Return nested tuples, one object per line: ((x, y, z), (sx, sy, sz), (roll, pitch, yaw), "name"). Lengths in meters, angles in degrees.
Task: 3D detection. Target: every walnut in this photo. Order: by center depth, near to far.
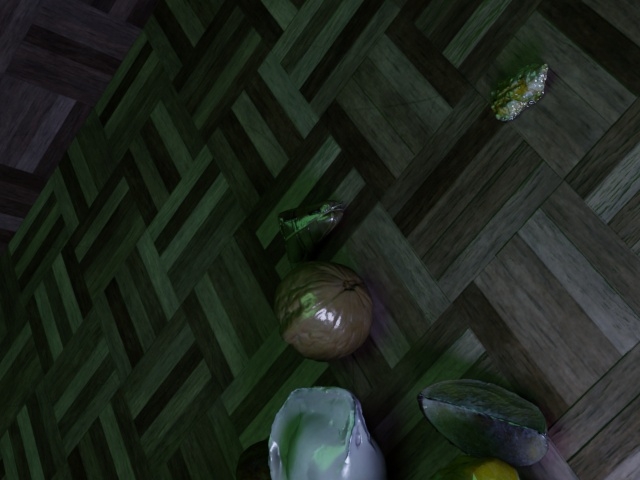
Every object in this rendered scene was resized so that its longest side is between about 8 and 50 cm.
((0.002, 0.154, 1.944), (0.228, 0.228, 0.227), (-18, 64, 42), "walnut")

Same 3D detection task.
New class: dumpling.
((0.009, 0.469, 1.829), (0.260, 0.341, 0.181), (5, 41, 35), "dumpling")

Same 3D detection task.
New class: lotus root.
((-0.099, 0.503, 1.996), (0.241, 0.123, 0.124), (-26, 49, 35), "lotus root")

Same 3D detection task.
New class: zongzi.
((0.000, 0.000, 2.117), (0.189, 0.081, 0.178), (-12, 89, 29), "zongzi")

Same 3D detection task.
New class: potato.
((0.317, 0.333, 1.658), (0.261, 0.100, 0.120), (14, 126, 34), "potato")

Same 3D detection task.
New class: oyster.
((0.398, -0.297, 1.808), (0.146, 0.045, 0.121), (19, 105, 48), "oyster")

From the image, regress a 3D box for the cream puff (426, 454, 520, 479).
((0.270, 0.528, 1.543), (0.323, 0.270, 0.274), (-54, 11, 18), "cream puff")
